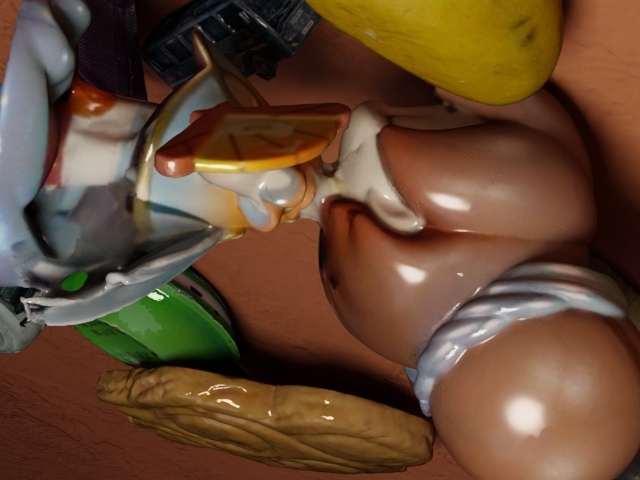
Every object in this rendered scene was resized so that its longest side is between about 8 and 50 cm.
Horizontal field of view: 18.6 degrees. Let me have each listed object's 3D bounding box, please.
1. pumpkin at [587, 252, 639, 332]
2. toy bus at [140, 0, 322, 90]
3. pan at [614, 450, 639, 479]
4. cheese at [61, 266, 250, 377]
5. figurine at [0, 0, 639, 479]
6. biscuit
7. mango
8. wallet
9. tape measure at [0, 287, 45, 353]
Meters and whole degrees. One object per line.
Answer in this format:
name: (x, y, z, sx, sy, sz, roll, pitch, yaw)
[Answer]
pumpkin: (0.145, 0.082, 1.386, 0.217, 0.110, 0.217, 21, 152, 12)
toy bus: (-0.059, -0.133, 1.269, 0.065, 0.047, 0.166, 43, 155, -16)
pan: (0.300, 0.236, 1.579, 0.212, 0.040, 0.115, 35, 162, -8)
cheese: (-0.189, 0.032, 1.714, 0.320, 0.083, 0.204, 41, 157, -27)
figurine: (0.000, -0.001, 1.148, 0.388, 0.248, 0.276, 9, -171, -6)
biscuit: (-0.058, 0.166, 1.754, 0.269, 0.051, 0.376, 23, 164, -35)
mango: (0.058, -0.144, 1.046, 0.137, 0.098, 0.195, 6, 154, 41)
wallet: (-0.158, -0.150, 1.322, 0.111, 0.030, 0.166, 51, 163, 24)
tape measure: (-0.379, 0.072, 2.030, 0.164, 0.084, 0.330, 39, 155, -7)
